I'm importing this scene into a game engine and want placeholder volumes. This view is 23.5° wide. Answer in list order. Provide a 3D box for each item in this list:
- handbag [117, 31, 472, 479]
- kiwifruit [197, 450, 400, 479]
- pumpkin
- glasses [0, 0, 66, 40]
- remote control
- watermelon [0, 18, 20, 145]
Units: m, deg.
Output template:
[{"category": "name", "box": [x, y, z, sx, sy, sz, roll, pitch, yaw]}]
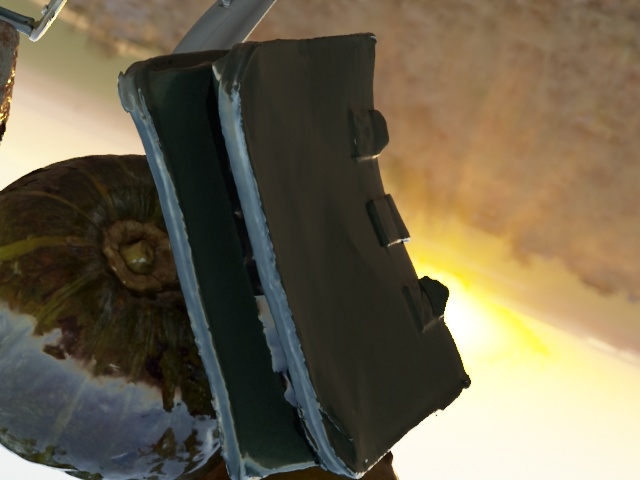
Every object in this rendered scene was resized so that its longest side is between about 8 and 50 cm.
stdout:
[{"category": "handbag", "box": [-0.002, 0.001, 0.915, 0.079, 0.247, 0.260, -13, -177, 23]}, {"category": "kiwifruit", "box": [-0.041, 0.218, 1.066, 0.196, 0.234, 0.196, 44, -170, -9]}, {"category": "pumpkin", "box": [-0.131, 0.055, 0.941, 0.219, 0.219, 0.162, 23, 136, -20]}, {"category": "glasses", "box": [-0.257, -0.250, 1.150, 0.221, 0.189, 0.088, 11, -145, -30]}, {"category": "remote control", "box": [-0.057, -0.170, 1.100, 0.027, 0.184, 0.050, 44, 169, -36]}, {"category": "watermelon", "box": [-0.276, -0.058, 1.105, 0.094, 0.241, 0.154, -13, 135, 37]}]
